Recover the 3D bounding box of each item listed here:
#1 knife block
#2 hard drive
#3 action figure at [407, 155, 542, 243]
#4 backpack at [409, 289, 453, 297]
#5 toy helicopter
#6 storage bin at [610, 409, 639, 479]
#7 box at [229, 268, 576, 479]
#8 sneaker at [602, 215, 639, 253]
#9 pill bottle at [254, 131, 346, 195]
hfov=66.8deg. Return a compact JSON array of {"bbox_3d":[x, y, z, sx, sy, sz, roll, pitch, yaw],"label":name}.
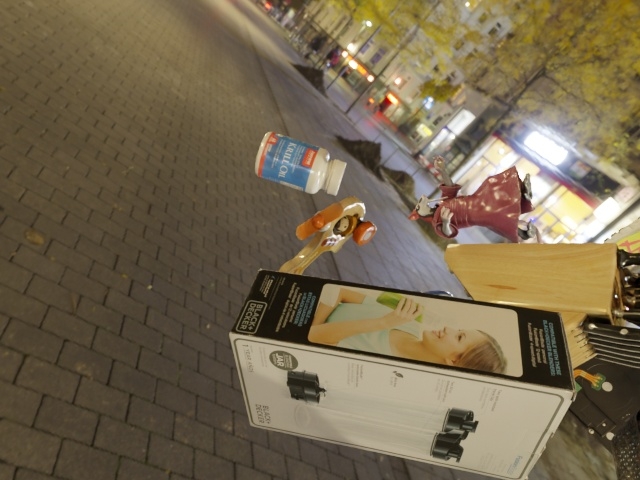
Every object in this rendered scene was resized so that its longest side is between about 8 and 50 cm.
[{"bbox_3d":[0.319,0.051,0.593,0.088,0.242,0.275,48,11,-37],"label":"knife block"},{"bbox_3d":[0.692,0.329,1.241,0.339,0.237,0.064,47,21,29],"label":"hard drive"},{"bbox_3d":[0.445,-0.093,1.452,0.276,0.370,0.248,46,51,-38],"label":"action figure"},{"bbox_3d":[0.268,0.250,1.291,0.277,0.263,0.213,1,45,-46],"label":"backpack"},{"bbox_3d":[0.000,0.000,1.515,0.140,0.355,0.235,45,-2,27],"label":"toy helicopter"},{"bbox_3d":[0.467,0.325,0.623,0.122,0.084,0.180,11,44,9],"label":"storage bin"},{"bbox_3d":[0.070,0.134,0.482,0.290,0.169,0.087,7,42,12],"label":"box"},{"bbox_3d":[0.568,0.017,0.859,0.081,0.208,0.094,-2,52,-46],"label":"sneaker"},{"bbox_3d":[-0.050,-0.196,1.273,0.222,0.124,0.124,17,18,1],"label":"pill bottle"}]
